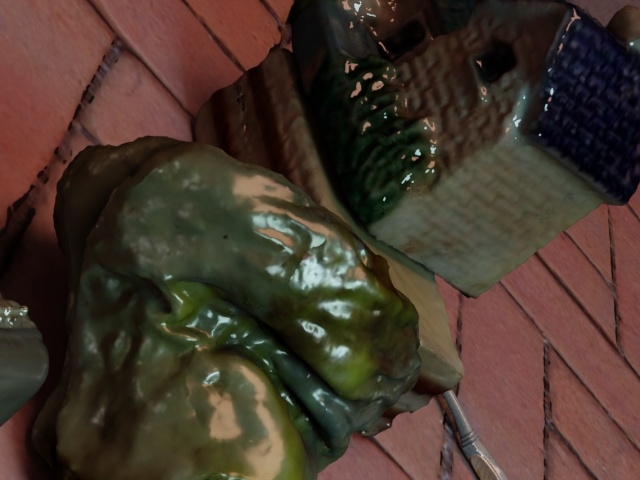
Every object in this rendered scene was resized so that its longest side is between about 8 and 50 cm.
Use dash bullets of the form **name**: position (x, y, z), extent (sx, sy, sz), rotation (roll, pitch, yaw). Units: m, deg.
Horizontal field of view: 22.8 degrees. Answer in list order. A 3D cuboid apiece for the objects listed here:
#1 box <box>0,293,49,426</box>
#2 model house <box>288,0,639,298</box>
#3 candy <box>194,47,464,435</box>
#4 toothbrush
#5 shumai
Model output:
- **box**: position (-0.263, 0.059, 0.855), extent (0.129, 0.148, 0.210), rotation (57, 21, 19)
- **model house**: position (0.160, -0.153, 1.434), extent (0.243, 0.284, 0.298), rotation (35, 30, -46)
- **candy**: position (0.000, 0.000, 1.430), extent (0.179, 0.135, 0.320), rotation (33, 32, -43)
- **toothbrush**: position (0.176, 0.243, 1.595), extent (0.375, 0.028, 0.037), rotation (59, 30, 3)
- **shumai**: position (-0.099, 0.104, 1.115), extent (0.309, 0.304, 0.263), rotation (37, 66, -25)
